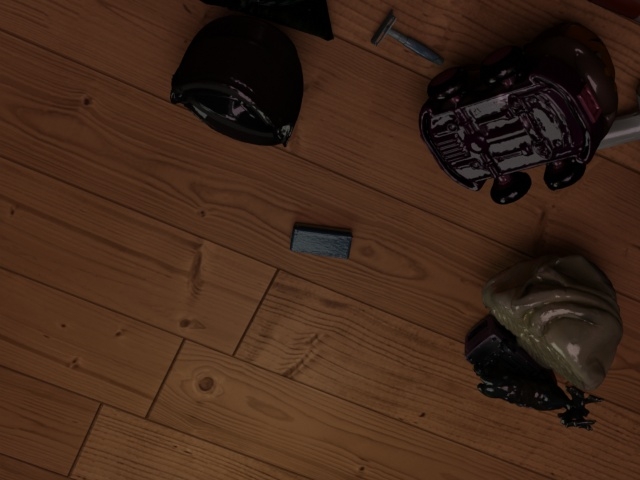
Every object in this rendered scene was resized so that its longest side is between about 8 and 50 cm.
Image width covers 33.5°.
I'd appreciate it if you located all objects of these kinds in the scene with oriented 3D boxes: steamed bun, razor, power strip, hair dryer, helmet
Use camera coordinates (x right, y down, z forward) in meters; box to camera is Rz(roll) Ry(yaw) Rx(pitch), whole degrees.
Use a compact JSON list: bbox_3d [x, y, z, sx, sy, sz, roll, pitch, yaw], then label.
[{"bbox_3d":[0.477,0.132,2.042,0.268,0.280,0.207,45,85,-11],"label":"steamed bun"},{"bbox_3d":[0.164,-0.350,1.901,0.135,0.040,0.068,27,119,-18],"label":"razor"},{"bbox_3d":[0.000,0.000,2.116,0.123,0.032,0.056,8,120,-2],"label":"power strip"},{"bbox_3d":[0.525,-0.187,1.962,0.357,0.107,0.173,-12,119,20],"label":"hair dryer"},{"bbox_3d":[-0.133,-0.285,1.851,0.225,0.305,0.177,20,85,-3],"label":"helmet"}]

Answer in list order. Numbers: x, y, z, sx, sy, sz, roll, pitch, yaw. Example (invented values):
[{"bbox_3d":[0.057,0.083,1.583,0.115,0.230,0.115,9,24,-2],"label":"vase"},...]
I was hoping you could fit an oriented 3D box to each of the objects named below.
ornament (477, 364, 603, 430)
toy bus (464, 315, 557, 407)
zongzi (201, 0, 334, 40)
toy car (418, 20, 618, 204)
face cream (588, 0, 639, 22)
[{"bbox_3d":[0.429,0.299,2.039,0.202,0.236,0.080,18,89,-14],"label":"ornament"},{"bbox_3d":[0.394,0.254,2.208,0.199,0.108,0.096,38,114,-17],"label":"toy bus"},{"bbox_3d":[-0.078,-0.479,1.745,0.362,0.319,0.383,22,137,-21],"label":"zongzi"},{"bbox_3d":[0.356,-0.242,1.866,0.341,0.240,0.271,-12,122,42],"label":"toy car"},{"bbox_3d":[0.570,-0.413,1.809,0.214,0.096,0.095,19,120,-9],"label":"face cream"}]
